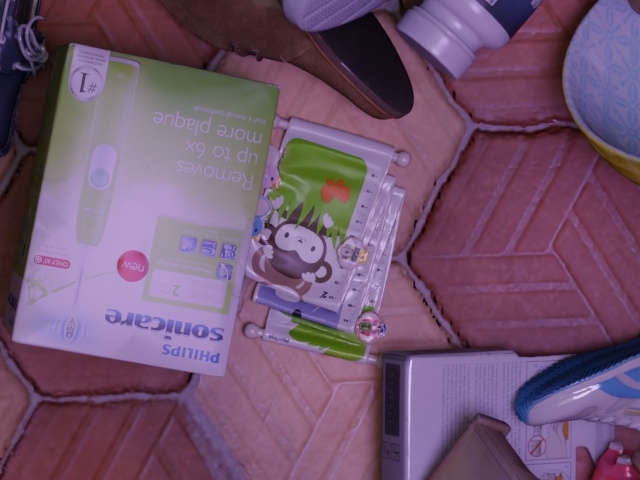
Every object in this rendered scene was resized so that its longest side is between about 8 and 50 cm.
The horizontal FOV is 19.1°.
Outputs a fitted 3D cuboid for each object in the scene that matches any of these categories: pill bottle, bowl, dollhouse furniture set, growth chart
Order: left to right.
[{"bbox_3d":[0.000,0.000,1.886,0.172,0.021,0.237,8,91,-1],"label":"growth chart"},{"bbox_3d":[0.160,-0.248,1.840,0.108,0.108,0.180,41,91,-2],"label":"pill bottle"},{"bbox_3d":[0.235,0.279,1.792,0.242,0.161,0.212,22,111,-37],"label":"dollhouse furniture set"},{"bbox_3d":[0.388,-0.132,1.809,0.289,0.289,0.156,-31,135,-1],"label":"bowl"}]

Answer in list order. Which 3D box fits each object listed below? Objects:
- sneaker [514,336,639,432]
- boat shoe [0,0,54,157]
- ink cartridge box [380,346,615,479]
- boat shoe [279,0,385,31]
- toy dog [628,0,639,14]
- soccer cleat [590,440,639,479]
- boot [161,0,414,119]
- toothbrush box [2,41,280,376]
[{"bbox_3d":[0.299,0.149,1.849,0.228,0.087,0.092,-15,100,-14],"label":"sneaker"},{"bbox_3d":[-0.298,-0.201,1.837,0.079,0.095,0.255,3,82,9],"label":"boat shoe"},{"bbox_3d":[0.176,0.243,1.881,0.239,0.060,0.275,0,92,-27],"label":"ink cartridge box"},{"bbox_3d":[0.063,-0.325,1.816,0.119,0.121,0.335,41,64,15],"label":"boat shoe"},{"bbox_3d":[0.287,-0.372,1.757,0.220,0.161,0.334,-10,76,-40],"label":"toy dog"},{"bbox_3d":[0.387,0.259,1.880,0.248,0.083,0.095,8,108,-4],"label":"soccer cleat"},{"bbox_3d":[-0.041,-0.213,1.856,0.305,0.112,0.115,42,121,-7],"label":"boot"},{"bbox_3d":[-0.172,-0.030,1.813,0.206,0.122,0.283,12,93,-14],"label":"toothbrush box"}]
